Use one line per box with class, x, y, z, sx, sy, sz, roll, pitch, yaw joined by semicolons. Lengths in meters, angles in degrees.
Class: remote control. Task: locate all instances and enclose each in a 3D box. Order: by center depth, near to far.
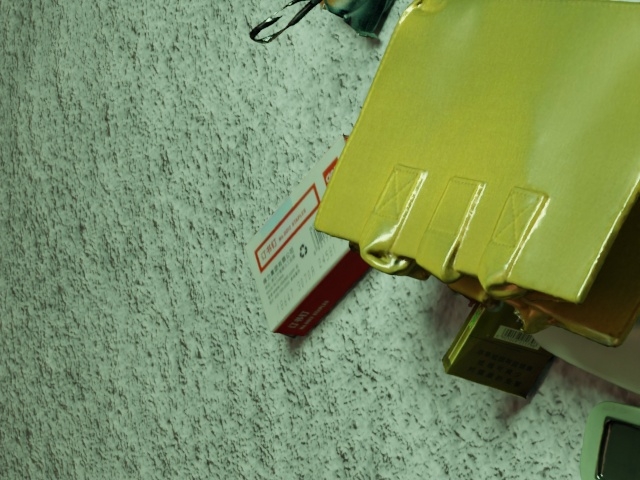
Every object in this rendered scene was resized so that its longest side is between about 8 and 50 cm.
remote control;0.332;0.197;1.472;0.309;0.038;0.090;12;94;55

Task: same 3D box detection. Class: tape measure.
tape measure;-0.004;-0.278;1.903;0.107;0.180;0.104;51;141;44

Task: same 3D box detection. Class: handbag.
handbag;0.177;-0.070;1.581;0.401;0.133;0.283;18;74;54

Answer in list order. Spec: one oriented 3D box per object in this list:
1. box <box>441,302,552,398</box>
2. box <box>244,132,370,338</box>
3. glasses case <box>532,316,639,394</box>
box;0.181;0.082;1.651;0.023;0.090;0.133;-105;36;-55
box;-0.001;0.000;1.950;0.229;0.050;0.123;-49;47;39
glasses case;0.266;0.085;1.546;0.204;0.051;0.081;26;112;39
